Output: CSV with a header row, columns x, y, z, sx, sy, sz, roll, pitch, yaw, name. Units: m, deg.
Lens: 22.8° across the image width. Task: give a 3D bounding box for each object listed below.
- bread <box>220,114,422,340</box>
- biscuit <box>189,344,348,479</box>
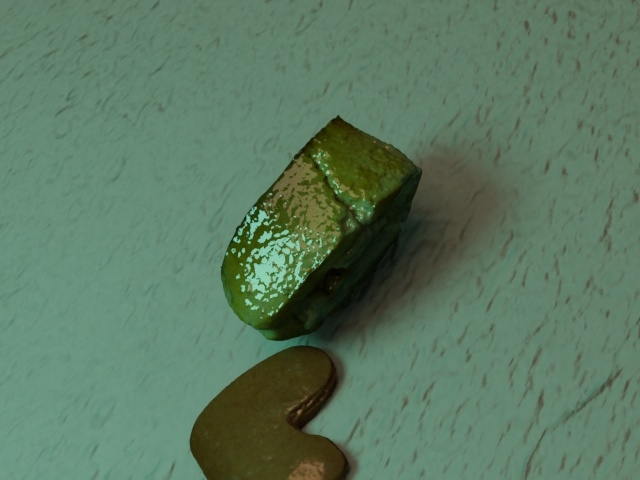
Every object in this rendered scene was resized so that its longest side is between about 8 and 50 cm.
x,y,z,sx,sy,sz,roll,pitch,yaw,name
0.000,0.000,1.739,0.124,0.186,0.257,33,77,20,bread
-0.041,0.209,1.694,0.186,0.036,0.192,-36,50,-6,biscuit
